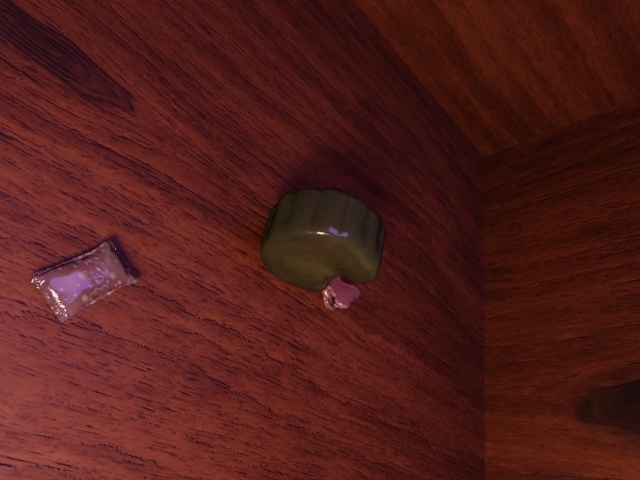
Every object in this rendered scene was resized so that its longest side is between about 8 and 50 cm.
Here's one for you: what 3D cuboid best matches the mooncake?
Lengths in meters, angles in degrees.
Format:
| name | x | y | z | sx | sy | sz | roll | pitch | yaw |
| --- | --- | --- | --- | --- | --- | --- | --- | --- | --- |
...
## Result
| name | x | y | z | sx | sy | sz | roll | pitch | yaw |
| --- | --- | --- | --- | --- | --- | --- | --- | --- | --- |
| mooncake | 0.000 | 0.000 | 1.214 | 0.351 | 0.351 | 0.187 | 35 | 54 | -33 |

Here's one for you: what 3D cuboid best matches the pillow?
| name | x | y | z | sx | sy | sz | roll | pitch | yaw |
| --- | --- | --- | --- | --- | --- | --- | --- | --- | --- |
| pillow | -0.485 | 0.079 | 0.901 | 0.185 | 0.043 | 0.118 | -38 | 106 | -46 |

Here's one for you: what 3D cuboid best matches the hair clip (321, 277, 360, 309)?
| name | x | y | z | sx | sy | sz | roll | pitch | yaw |
| --- | --- | --- | --- | --- | --- | --- | --- | --- | --- |
| hair clip | 0.050 | 0.151 | 1.387 | 0.123 | 0.102 | 0.138 | -20 | 89 | -51 |
